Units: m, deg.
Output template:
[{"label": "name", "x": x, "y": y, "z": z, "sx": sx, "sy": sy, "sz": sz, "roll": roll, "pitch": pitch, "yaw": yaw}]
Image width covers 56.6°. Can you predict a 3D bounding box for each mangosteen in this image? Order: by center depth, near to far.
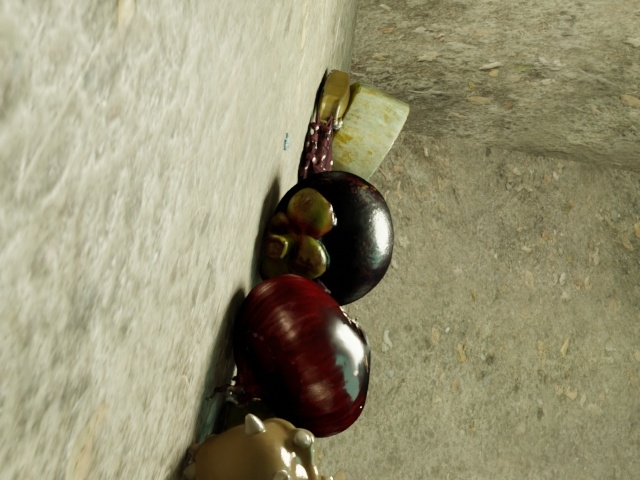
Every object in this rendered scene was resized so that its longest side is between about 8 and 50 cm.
[{"label": "mangosteen", "x": 0.000, "y": 0.000, "z": 1.153, "sx": 0.302, "sy": 0.275, "sz": 0.275, "roll": -6, "pitch": 109, "yaw": -53}]

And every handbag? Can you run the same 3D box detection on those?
[{"label": "handbag", "x": -0.012, "y": -0.215, "z": 1.644, "sx": 0.216, "sy": 0.074, "sz": 0.203, "roll": 92, "pitch": 8, "yaw": -61}]

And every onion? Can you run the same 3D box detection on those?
[{"label": "onion", "x": -0.059, "y": 0.199, "z": 0.951, "sx": 0.285, "sy": 0.273, "sz": 0.273, "roll": -27, "pitch": 140, "yaw": -25}]

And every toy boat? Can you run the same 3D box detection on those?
[{"label": "toy boat", "x": 0.038, "y": -0.418, "z": 1.778, "sx": 0.321, "sy": 0.089, "sz": 0.121, "roll": -79, "pitch": -176, "yaw": -57}]

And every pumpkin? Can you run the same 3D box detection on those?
[{"label": "pumpkin", "x": 0.113, "y": -0.350, "z": 1.914, "sx": 0.332, "sy": 0.199, "sz": 0.332, "roll": -58, "pitch": -171, "yaw": 15}]

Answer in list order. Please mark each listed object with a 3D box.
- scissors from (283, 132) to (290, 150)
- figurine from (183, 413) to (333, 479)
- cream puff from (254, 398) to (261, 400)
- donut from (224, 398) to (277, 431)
[{"label": "scissors", "x": -0.066, "y": -0.197, "z": 1.207, "sx": 0.083, "sy": 0.006, "sz": 0.036, "roll": -35, "pitch": 134, "yaw": -87}, {"label": "figurine", "x": -0.107, "y": 0.333, "z": 0.774, "sx": 0.173, "sy": 0.247, "sz": 0.177, "roll": 30, "pitch": 38, "yaw": -51}, {"label": "cream puff", "x": -0.129, "y": 0.370, "z": 1.240, "sx": 0.149, "sy": 0.084, "sz": 0.149, "roll": 11, "pitch": 90, "yaw": -85}, {"label": "donut", "x": -0.098, "y": 0.399, "z": 1.019, "sx": 0.272, "sy": 0.107, "sz": 0.272, "roll": 172, "pitch": -90, "yaw": -86}]
